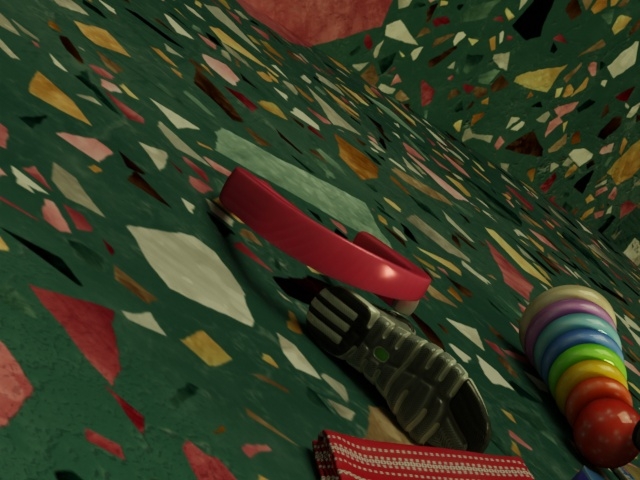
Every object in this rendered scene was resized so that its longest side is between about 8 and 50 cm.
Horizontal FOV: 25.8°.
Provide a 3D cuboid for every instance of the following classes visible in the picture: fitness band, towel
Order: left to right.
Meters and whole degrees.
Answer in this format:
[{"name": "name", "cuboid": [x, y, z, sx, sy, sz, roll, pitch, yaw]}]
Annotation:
[{"name": "fitness band", "cuboid": [0.000, 0.000, 1.513, 0.209, 0.054, 0.291, 26, 4, -29]}, {"name": "towel", "cuboid": [0.110, 0.233, 1.058, 0.199, 0.031, 0.275, 10, 23, -16]}]

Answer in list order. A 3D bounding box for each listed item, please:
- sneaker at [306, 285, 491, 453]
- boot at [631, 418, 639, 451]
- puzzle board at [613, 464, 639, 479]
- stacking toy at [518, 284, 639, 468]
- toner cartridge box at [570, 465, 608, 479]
[{"name": "sneaker", "cuboid": [0.097, 0.128, 1.421, 0.228, 0.086, 0.132, 44, 11, 18]}, {"name": "boot", "cuboid": [0.543, 0.323, 1.669, 0.338, 0.118, 0.223, 42, 0, -10]}, {"name": "puzzle board", "cuboid": [0.433, 0.338, 1.829, 0.096, 0.011, 0.128, 25, 19, -45]}, {"name": "stacking toy", "cuboid": [0.360, 0.195, 1.881, 0.141, 0.141, 0.330, 36, 21, -18]}, {"name": "toner cartridge box", "cuboid": [0.344, 0.373, 1.321, 0.165, 0.075, 0.348, 32, 15, -28]}]
